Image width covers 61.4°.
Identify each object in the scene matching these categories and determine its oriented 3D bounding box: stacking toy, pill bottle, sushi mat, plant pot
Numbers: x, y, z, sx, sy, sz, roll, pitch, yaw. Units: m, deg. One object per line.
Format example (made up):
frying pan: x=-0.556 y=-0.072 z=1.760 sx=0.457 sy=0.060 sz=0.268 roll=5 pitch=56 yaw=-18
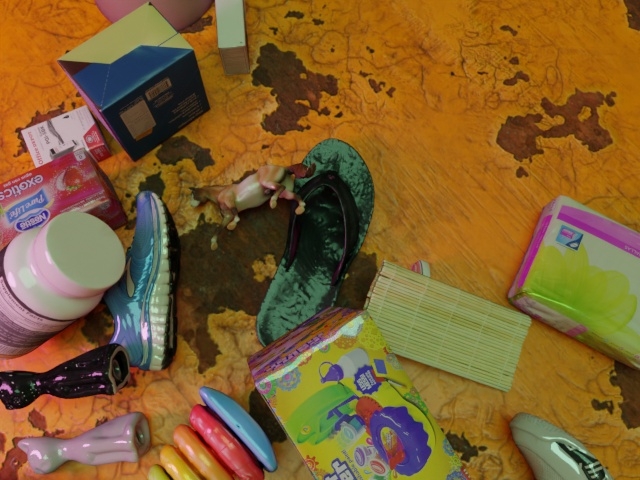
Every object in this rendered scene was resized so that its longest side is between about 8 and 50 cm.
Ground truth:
stacking toy: x=-0.220 y=0.389 z=0.832 sx=0.175 sy=0.166 sz=0.302 roll=43 pitch=67 yaw=11
pill bottle: x=-0.454 y=0.074 z=0.874 sx=0.278 sy=0.162 sz=0.162 roll=-31 pitch=74 yaw=27
sushi mat: x=0.226 y=0.156 z=0.974 sx=0.316 sy=0.019 sz=0.152 roll=21 pitch=82 yaw=-11
plant pot: x=-0.368 y=-0.613 z=1.133 sx=0.284 sy=0.191 sz=0.284 roll=1 pitch=73 yaw=-3

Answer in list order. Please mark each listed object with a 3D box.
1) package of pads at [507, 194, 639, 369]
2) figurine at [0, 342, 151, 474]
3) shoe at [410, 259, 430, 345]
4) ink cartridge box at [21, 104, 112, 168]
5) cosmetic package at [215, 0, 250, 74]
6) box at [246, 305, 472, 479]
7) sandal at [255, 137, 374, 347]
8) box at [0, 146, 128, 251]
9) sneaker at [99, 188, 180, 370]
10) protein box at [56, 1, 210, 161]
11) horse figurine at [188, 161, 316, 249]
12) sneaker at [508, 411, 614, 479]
package of pads: x=0.528 y=0.084 z=1.014 sx=0.296 sy=0.101 sz=0.229 roll=27 pitch=74 yaw=6
figurine: x=-0.409 y=0.289 z=0.884 sx=0.209 sy=0.092 sz=0.215 roll=-10 pitch=108 yaw=0
shoe: x=0.149 y=0.116 z=1.004 sx=0.081 sy=0.063 sz=0.178 roll=13 pitch=78 yaw=-5
ink cartridge box: x=-0.501 y=-0.192 z=1.068 sx=0.135 sy=0.056 sz=0.099 roll=-26 pitch=77 yaw=-11
cosmetic package: x=-0.191 y=-0.485 z=1.151 sx=0.060 sy=0.099 sz=0.239 roll=-5 pitch=73 yaw=-5
box: x=0.040 y=0.269 z=0.813 sx=0.177 sy=0.279 sz=0.290 roll=-32 pitch=91 yaw=-11
sandal: x=0.002 y=0.002 z=1.009 sx=0.167 sy=0.107 sz=0.446 roll=14 pitch=73 yaw=1
box: x=-0.506 y=-0.045 z=0.987 sx=0.256 sy=0.128 sz=0.123 roll=-28 pitch=77 yaw=-11
sneaker: x=-0.333 y=0.064 z=0.964 sx=0.147 sy=0.130 sz=0.330 roll=1 pitch=73 yaw=-5
protein box: x=-0.342 y=-0.294 z=1.031 sx=0.199 sy=0.201 sz=0.136 roll=-39 pitch=79 yaw=-13
horse figurine: x=-0.122 y=-0.084 z=1.006 sx=0.263 sy=0.066 sz=0.174 roll=-24 pitch=37 yaw=8
sneaker: x=0.394 y=0.476 z=0.869 sx=0.210 sy=0.137 sz=0.366 roll=-35 pitch=81 yaw=-15
